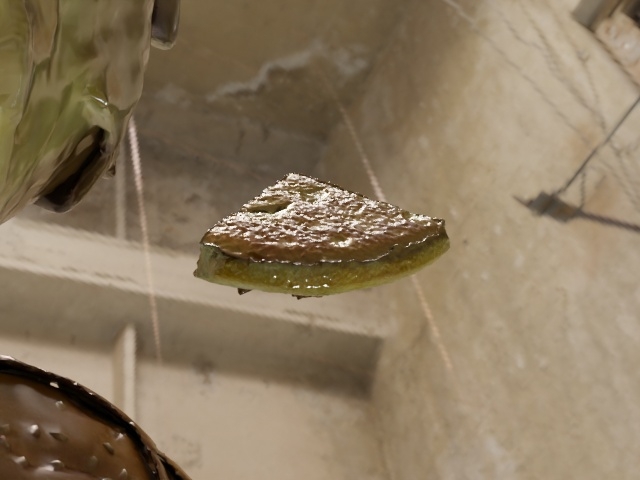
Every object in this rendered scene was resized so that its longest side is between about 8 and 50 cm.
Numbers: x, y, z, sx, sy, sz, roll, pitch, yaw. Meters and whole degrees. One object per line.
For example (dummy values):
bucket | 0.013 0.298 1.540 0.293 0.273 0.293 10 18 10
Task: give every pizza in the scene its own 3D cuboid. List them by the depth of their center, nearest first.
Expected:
pizza | 0.000 0.001 0.757 0.175 0.046 0.134 1 -152 -6

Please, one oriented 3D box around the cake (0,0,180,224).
cake | -0.221 -0.155 0.526 0.332 0.332 0.321 33 -150 -1

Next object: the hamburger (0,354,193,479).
hamburger | -0.152 0.187 0.446 0.261 0.211 0.245 33 -160 -18
